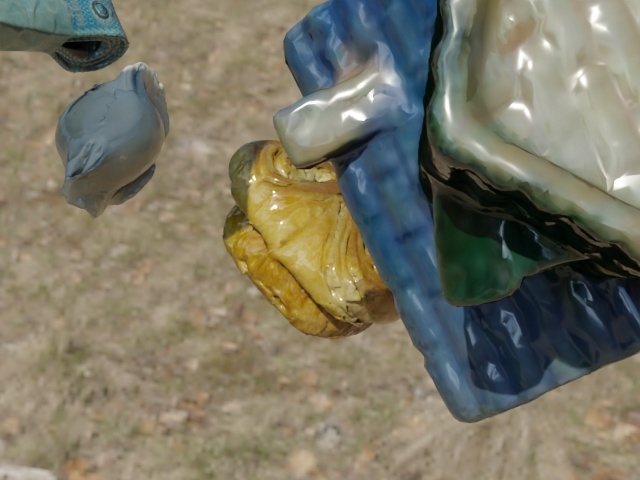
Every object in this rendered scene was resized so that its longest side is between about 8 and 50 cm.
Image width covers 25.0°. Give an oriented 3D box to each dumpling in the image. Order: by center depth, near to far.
[{"bbox_3d":[-0.219,-0.099,1.531,0.108,0.188,0.127,16,-34,17],"label":"dumpling"}]

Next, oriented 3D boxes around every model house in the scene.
[{"bbox_3d":[0.192,-0.060,0.976,0.399,0.395,0.445,-21,-4,-2],"label":"model house"}]

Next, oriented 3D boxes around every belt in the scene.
[{"bbox_3d":[-0.324,-0.226,1.501,0.087,0.072,0.302,-31,-18,33],"label":"belt"}]

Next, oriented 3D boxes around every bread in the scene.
[{"bbox_3d":[0.001,0.000,1.481,0.236,0.120,0.198,51,23,20],"label":"bread"}]
